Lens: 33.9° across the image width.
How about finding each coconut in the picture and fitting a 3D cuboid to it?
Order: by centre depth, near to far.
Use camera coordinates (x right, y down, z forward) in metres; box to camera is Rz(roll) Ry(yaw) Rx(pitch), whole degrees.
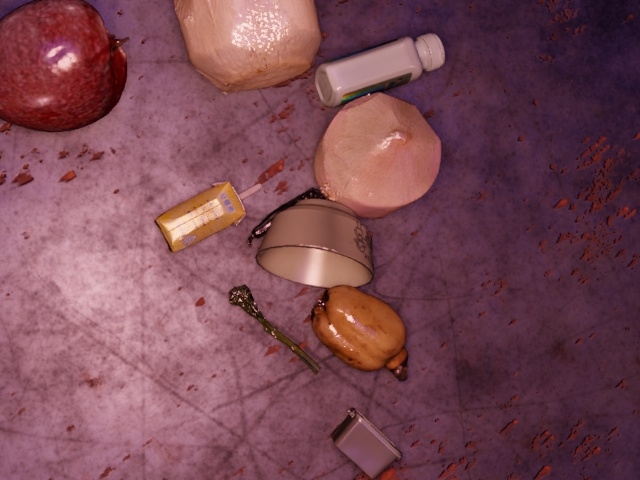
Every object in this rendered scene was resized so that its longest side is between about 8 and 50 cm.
[{"bbox_3d":[-0.125,-0.393,1.795,0.245,0.245,0.247,-16,88,-12],"label":"coconut"},{"bbox_3d":[0.098,-0.150,1.819,0.224,0.234,0.224,1,84,-7],"label":"coconut"}]

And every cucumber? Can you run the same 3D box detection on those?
[{"bbox_3d":[-0.066,-0.041,1.881,0.163,0.043,0.039,-31,135,-8],"label":"cucumber"}]

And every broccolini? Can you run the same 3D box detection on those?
[{"bbox_3d":[-0.082,0.163,1.862,0.044,0.042,0.218,-44,97,-10],"label":"broccolini"}]

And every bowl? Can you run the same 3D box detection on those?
[{"bbox_3d":[0.000,0.000,1.815,0.211,0.211,0.112,15,70,-10],"label":"bowl"}]

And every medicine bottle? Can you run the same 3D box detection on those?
[{"bbox_3d":[0.109,-0.311,1.888,0.229,0.121,0.083,-21,90,-12],"label":"medicine bottle"}]

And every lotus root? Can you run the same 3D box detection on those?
[{"bbox_3d":[0.080,0.164,1.855,0.221,0.125,0.118,35,39,-12],"label":"lotus root"}]

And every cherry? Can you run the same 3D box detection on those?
[{"bbox_3d":[-0.448,-0.285,1.729,0.300,0.230,0.203,-11,76,3],"label":"cherry"}]

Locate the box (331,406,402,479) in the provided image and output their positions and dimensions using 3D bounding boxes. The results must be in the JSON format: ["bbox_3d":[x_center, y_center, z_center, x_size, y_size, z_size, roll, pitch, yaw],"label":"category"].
[{"bbox_3d":[0.079,0.362,1.860,0.122,0.084,0.069,43,87,-4],"label":"box"}]

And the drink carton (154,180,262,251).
[{"bbox_3d":[-0.187,-0.052,1.839,0.200,0.074,0.084,-29,92,-10],"label":"drink carton"}]
